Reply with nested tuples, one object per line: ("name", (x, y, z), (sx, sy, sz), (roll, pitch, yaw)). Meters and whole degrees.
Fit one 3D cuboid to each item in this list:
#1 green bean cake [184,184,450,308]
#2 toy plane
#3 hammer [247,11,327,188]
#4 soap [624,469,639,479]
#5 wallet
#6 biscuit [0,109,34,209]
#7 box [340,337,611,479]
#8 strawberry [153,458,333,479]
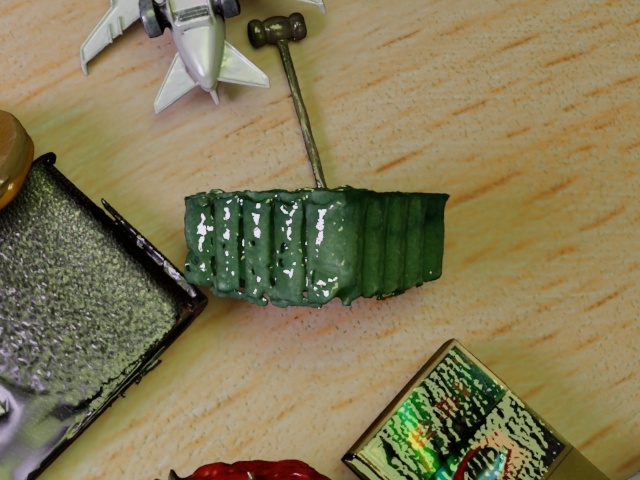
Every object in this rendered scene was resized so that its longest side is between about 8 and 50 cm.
("green bean cake", (0.000, 0.000, 1.327), (0.208, 0.193, 0.107), (-8, 97, -53))
("toy plane", (-0.129, -0.256, 1.412), (0.251, 0.101, 0.255), (-13, 72, 3))
("hammer", (-0.012, -0.093, 1.425), (0.058, 0.029, 0.292), (-13, 77, -11))
("soap", (0.385, 0.349, 1.220), (0.435, 0.213, 0.350), (-31, 92, -19))
("wallet", (-0.269, 0.075, 1.312), (0.221, 0.071, 0.262), (43, 78, 5))
("biscuit", (-0.340, -0.055, 1.318), (0.170, 0.050, 0.170), (-19, 39, 16))
("box", (0.157, 0.230, 1.324), (0.240, 0.071, 0.159), (42, 74, 4))
("strawberry", (-0.042, 0.322, 1.190), (0.257, 0.257, 0.277), (-51, 119, -19))
